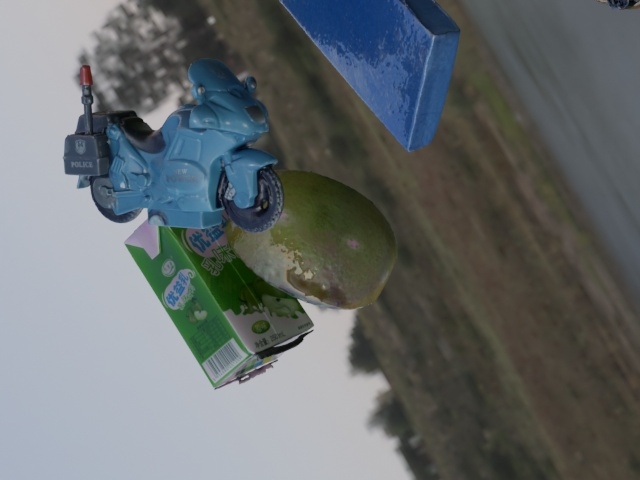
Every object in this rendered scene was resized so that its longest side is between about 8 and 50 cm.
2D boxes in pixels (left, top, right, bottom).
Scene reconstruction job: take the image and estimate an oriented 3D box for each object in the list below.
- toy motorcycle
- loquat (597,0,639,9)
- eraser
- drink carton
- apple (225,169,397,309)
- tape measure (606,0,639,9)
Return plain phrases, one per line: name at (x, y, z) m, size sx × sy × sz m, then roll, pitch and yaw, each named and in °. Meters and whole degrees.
toy motorcycle at (-0.156, -0.102, 1.563) m, size 0.124 × 0.272 × 0.182 m, roll -17°, pitch -73°, yaw -57°
loquat at (0.413, -0.393, 1.930) m, size 0.187 × 0.176 × 0.234 m, roll 57°, pitch 162°, yaw 2°
eraser at (0.046, -0.240, 1.559) m, size 0.312 × 0.043 × 0.144 m, roll 54°, pitch 144°, yaw 42°
drink carton at (-0.141, 0.066, 2.141) m, size 0.161 × 0.108 × 0.271 m, roll -22°, pitch -105°, yaw -50°
apple at (0.000, 0.000, 2.127) m, size 0.265 × 0.120 × 0.193 m, roll 24°, pitch -136°, yaw -12°
tape measure at (0.347, -0.341, 1.486) m, size 0.181 × 0.182 × 0.107 m, roll 65°, pitch 161°, yaw 11°
